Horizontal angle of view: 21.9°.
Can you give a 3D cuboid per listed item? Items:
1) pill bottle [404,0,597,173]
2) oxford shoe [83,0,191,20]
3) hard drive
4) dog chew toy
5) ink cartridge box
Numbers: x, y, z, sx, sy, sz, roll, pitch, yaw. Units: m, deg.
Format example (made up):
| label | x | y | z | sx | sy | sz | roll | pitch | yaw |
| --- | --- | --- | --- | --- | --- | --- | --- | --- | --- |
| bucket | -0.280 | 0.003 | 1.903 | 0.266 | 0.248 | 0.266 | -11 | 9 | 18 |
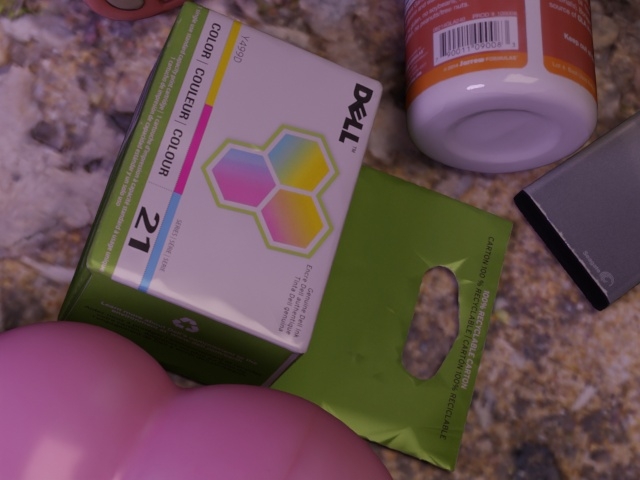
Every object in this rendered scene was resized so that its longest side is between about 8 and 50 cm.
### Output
| label | x | y | z | sx | sy | sz | roll | pitch | yaw |
| --- | --- | --- | --- | --- | --- | --- | --- | --- | --- |
| pill bottle | 0.114 | -0.163 | 1.078 | 0.121 | 0.121 | 0.216 | 9 | 65 | -17 |
| oxford shoe | -0.060 | -0.301 | 1.093 | 0.147 | 0.140 | 0.397 | 25 | 61 | 27 |
| hard drive | 0.205 | -0.024 | 1.108 | 0.135 | 0.022 | 0.094 | -33 | 82 | -29 |
| dog chew toy | -0.123 | 0.136 | 0.823 | 0.332 | 0.206 | 0.206 | 27 | 61 | 2 |
| ink cartridge box | 0.000 | 0.000 | 0.978 | 0.255 | 0.097 | 0.188 | 22 | 62 | -10 |
